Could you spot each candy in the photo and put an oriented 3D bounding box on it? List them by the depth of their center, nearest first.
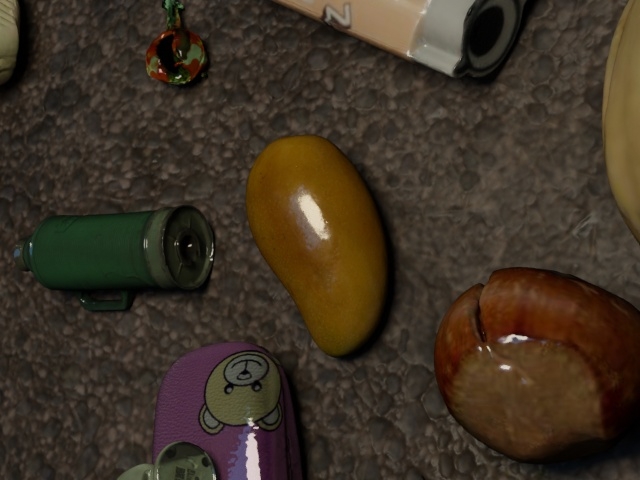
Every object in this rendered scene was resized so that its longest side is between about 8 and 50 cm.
[{"bbox_3d":[-0.138,-0.221,1.199,0.055,0.049,0.184,-6,62,-4],"label":"candy"}]

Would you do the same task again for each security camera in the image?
[{"bbox_3d":[-0.126,0.192,0.994,0.092,0.058,0.058,-29,63,46],"label":"security camera"}]

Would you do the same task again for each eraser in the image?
[{"bbox_3d":[0.044,-0.252,1.069,0.290,0.087,0.171,30,94,33],"label":"eraser"}]

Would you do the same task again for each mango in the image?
[{"bbox_3d":[0.000,0.000,1.032,0.102,0.085,0.184,-26,71,22],"label":"mango"}]

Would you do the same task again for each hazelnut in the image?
[{"bbox_3d":[0.157,0.083,0.901,0.154,0.143,0.143,0,77,22],"label":"hazelnut"}]

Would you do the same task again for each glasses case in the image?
[{"bbox_3d":[-0.071,0.236,1.014,0.123,0.076,0.316,-14,70,30],"label":"glasses case"}]

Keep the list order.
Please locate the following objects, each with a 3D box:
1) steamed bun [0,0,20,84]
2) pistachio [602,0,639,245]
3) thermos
[{"bbox_3d":[-0.400,-0.234,1.281,0.152,0.170,0.238,-46,55,39],"label":"steamed bun"},{"bbox_3d":[0.277,-0.078,0.851,0.181,0.162,0.293,0,76,2],"label":"pistachio"},{"bbox_3d":[-0.189,0.011,1.150,0.188,0.083,0.073,-2,55,31],"label":"thermos"}]
